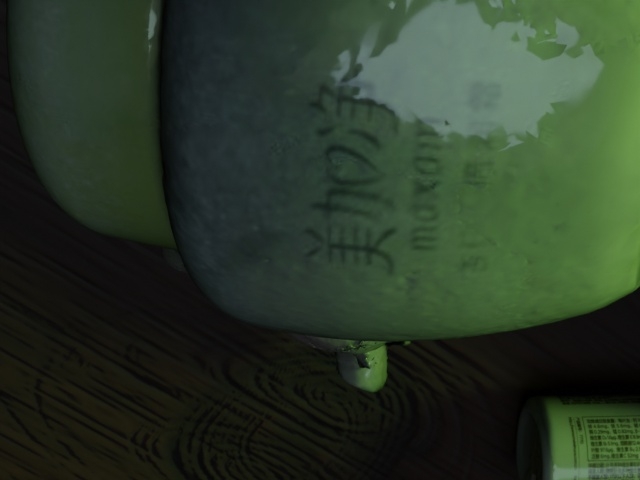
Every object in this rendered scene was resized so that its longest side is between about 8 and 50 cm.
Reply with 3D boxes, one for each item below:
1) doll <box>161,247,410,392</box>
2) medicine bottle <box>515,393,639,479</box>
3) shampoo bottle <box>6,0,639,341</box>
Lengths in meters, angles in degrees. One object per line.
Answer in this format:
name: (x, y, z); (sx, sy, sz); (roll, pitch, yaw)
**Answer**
doll: (0.000, 0.000, 1.007); (0.192, 0.095, 0.149); (24, 109, -16)
medicine bottle: (0.202, 0.138, 1.114); (0.140, 0.079, 0.079); (-1, 117, -8)
shampoo bottle: (0.035, -0.111, 0.818); (0.317, 0.322, 0.323); (8, 117, 9)
